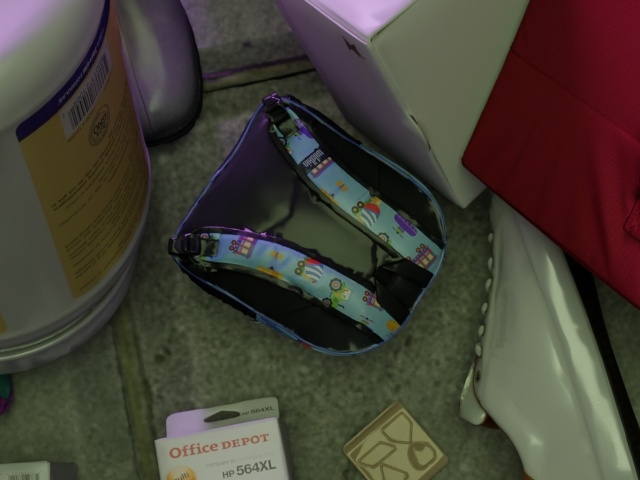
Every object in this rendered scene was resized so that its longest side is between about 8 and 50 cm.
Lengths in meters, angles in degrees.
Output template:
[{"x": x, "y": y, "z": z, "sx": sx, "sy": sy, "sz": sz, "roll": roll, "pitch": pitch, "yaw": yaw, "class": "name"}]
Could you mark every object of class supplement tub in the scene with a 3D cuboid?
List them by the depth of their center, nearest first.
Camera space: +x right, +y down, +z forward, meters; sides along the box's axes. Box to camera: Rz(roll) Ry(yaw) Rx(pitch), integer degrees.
[{"x": -0.238, "y": -0.073, "z": 0.934, "sx": 0.241, "sy": 0.331, "sz": 0.241, "roll": 0, "pitch": 60, "yaw": 0, "class": "supplement tub"}]

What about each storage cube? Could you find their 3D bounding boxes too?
[{"x": 0.241, "y": -0.081, "z": 0.938, "sx": 0.193, "sy": 0.215, "sz": 0.184, "roll": 44, "pitch": 125, "yaw": 40, "class": "storage cube"}]

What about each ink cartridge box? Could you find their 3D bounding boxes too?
[{"x": -0.062, "y": 0.188, "z": 1.032, "sx": 0.092, "sy": 0.090, "sz": 0.143, "roll": -11, "pitch": 81, "yaw": 0, "class": "ink cartridge box"}]

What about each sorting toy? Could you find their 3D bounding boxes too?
[{"x": 0.046, "y": 0.168, "z": 1.071, "sx": 0.083, "sy": 0.012, "sz": 0.062, "roll": -40, "pitch": 86, "yaw": -8, "class": "sorting toy"}]

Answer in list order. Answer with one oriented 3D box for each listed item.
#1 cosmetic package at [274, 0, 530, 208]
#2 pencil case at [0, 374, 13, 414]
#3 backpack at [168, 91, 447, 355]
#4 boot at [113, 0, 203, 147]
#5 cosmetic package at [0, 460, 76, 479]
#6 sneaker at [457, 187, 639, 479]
[{"x": 0.156, "y": -0.226, "z": 1.017, "sx": 0.365, "sy": 0.197, "sz": 0.155, "roll": -41, "pitch": 49, "yaw": -7, "class": "cosmetic package"}, {"x": -0.310, "y": 0.115, "z": 1.065, "sx": 0.151, "sy": 0.064, "sz": 0.070, "roll": -14, "pitch": 62, "yaw": 0, "class": "pencil case"}, {"x": 0.000, "y": 0.000, "z": 1.048, "sx": 0.173, "sy": 0.117, "sz": 0.158, "roll": 32, "pitch": 83, "yaw": 7, "class": "backpack"}, {"x": -0.185, "y": -0.242, "z": 1.040, "sx": 0.118, "sy": 0.223, "sz": 0.338, "roll": -21, "pitch": 80, "yaw": -3, "class": "boot"}, {"x": -0.301, "y": 0.197, "z": 1.035, "sx": 0.239, "sy": 0.099, "sz": 0.060, "roll": -5, "pitch": 83, "yaw": 1, "class": "cosmetic package"}, {"x": 0.141, "y": 0.066, "z": 1.041, "sx": 0.123, "sy": 0.106, "sz": 0.290, "roll": -20, "pitch": 69, "yaw": 20, "class": "sneaker"}]
